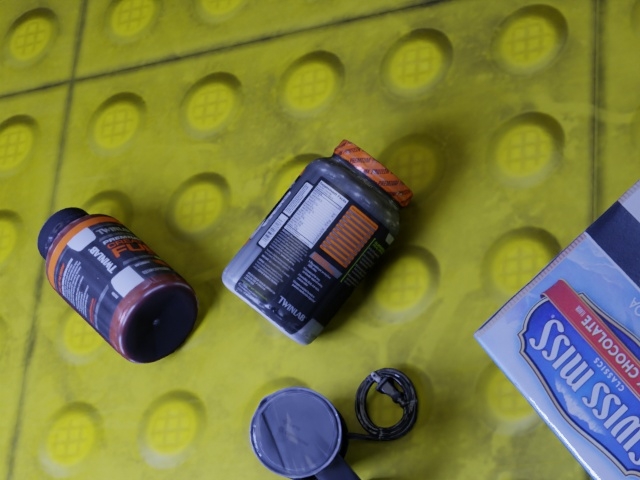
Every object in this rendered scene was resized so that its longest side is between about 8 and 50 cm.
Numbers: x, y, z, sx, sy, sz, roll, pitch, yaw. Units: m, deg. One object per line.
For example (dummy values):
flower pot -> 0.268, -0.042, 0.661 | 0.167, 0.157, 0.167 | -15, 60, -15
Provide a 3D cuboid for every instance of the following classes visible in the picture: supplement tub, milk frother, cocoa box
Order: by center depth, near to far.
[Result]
cocoa box -> 0.335, 0.149, 1.417 | 0.228, 0.231, 0.347 | -43, 51, 6
milk frother -> 0.015, 0.168, 1.661 | 0.129, 0.135, 0.143 | 29, 84, 7
supplement tub -> 0.000, 0.000, 1.771 | 0.117, 0.117, 0.190 | 37, 87, 39
supplement tub -> -0.224, 0.040, 1.892 | 0.106, 0.106, 0.198 | -51, 52, -1
